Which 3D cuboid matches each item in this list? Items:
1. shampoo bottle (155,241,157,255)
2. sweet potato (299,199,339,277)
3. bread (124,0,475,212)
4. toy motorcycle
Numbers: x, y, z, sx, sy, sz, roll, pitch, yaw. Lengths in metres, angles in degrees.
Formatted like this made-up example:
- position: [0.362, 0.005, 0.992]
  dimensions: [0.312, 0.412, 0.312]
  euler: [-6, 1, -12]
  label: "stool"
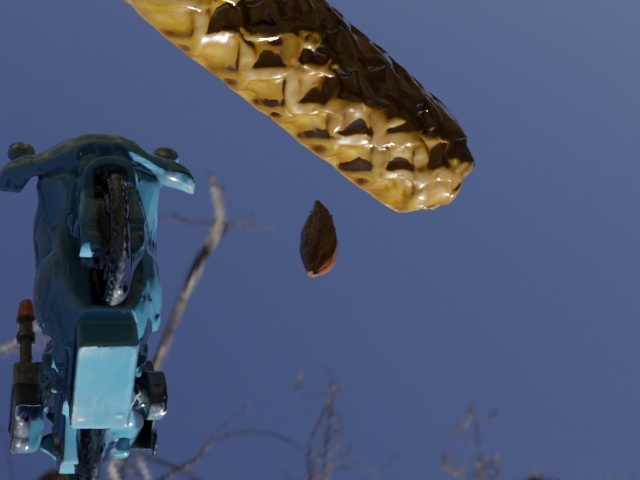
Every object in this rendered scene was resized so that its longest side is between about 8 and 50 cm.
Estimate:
- position: [-0.192, 0.018, 1.594]
  dimensions: [0.048, 0.027, 0.137]
  euler: [-5, -145, -7]
  label: "shampoo bottle"
- position: [0.000, 0.000, 1.276]
  dimensions: [0.034, 0.034, 0.095]
  euler: [17, -139, -10]
  label: "sweet potato"
- position: [-0.007, -0.061, 0.529]
  dimensions: [0.157, 0.044, 0.052]
  euler: [36, -171, -30]
  label: "bread"
- position: [-0.148, 0.038, 0.997]
  dimensions: [0.123, 0.272, 0.182]
  euler: [1, -139, -15]
  label: "toy motorcycle"
